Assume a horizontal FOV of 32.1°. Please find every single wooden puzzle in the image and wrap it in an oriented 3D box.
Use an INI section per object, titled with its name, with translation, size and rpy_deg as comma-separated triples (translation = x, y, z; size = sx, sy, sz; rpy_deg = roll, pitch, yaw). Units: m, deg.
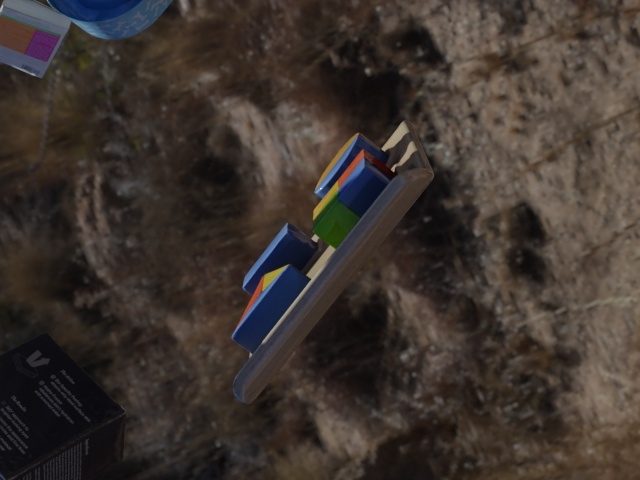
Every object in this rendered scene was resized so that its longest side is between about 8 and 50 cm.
[wooden puzzle]
translation = 0.000, 0.000, 1.306
size = 0.080, 0.322, 0.348
rpy_deg = 37, -167, -5

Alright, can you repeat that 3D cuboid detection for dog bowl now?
[dog bowl]
translation = -0.231, -0.388, 1.452
size = 0.166, 0.297, 0.074
rpy_deg = 33, 169, 21

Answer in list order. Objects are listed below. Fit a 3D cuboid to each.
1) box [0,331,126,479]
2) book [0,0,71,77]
[box]
translation = -0.327, 0.209, 1.247
size = 0.156, 0.158, 0.093
rpy_deg = 38, 138, 28
[book]
translation = -0.426, -0.293, 1.604
size = 0.144, 0.096, 0.035
rpy_deg = -37, 37, 53
